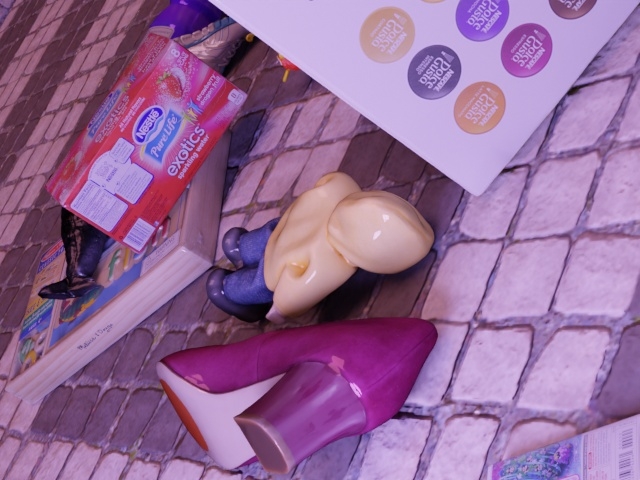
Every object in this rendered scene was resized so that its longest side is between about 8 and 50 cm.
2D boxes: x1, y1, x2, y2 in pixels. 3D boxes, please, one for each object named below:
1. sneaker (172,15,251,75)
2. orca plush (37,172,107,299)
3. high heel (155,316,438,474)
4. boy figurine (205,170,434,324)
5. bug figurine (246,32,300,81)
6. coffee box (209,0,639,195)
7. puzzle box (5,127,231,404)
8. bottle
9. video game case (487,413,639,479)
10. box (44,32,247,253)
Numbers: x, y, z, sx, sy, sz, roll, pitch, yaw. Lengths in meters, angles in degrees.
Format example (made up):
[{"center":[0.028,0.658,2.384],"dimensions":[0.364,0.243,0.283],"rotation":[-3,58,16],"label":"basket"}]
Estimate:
[{"center":[-0.151,-0.286,1.836],"dimensions":[0.191,0.083,0.071],"rotation":[-21,2,20],"label":"sneaker"},{"center":[-0.355,-0.045,1.728],"dimensions":[0.151,0.102,0.287],"rotation":[-26,39,43],"label":"orca plush"},{"center":[-0.033,0.134,1.188],"dimensions":[0.181,0.127,0.377],"rotation":[-33,16,-21],"label":"high heel"},{"center":[0.000,0.000,1.251],"dimensions":[0.285,0.092,0.177],"rotation":[-20,43,46],"label":"boy figurine"},{"center":[-0.012,-0.330,1.647],"dimensions":[0.216,0.072,0.279],"rotation":[-50,28,9],"label":"bug figurine"},{"center":[0.089,-0.310,1.186],"dimensions":[0.337,0.334,0.338],"rotation":[-51,26,10],"label":"coffee box"},{"center":[-0.282,0.026,1.704],"dimensions":[0.409,0.052,0.272],"rotation":[-37,32,31],"label":"puzzle box"},{"center":[-0.232,-0.308,1.943],"dimensions":[0.118,0.092,0.282],"rotation":[8,66,56],"label":"bottle"},{"center":[0.168,0.208,0.838],"dimensions":[0.143,0.019,0.157],"rotation":[-29,38,40],"label":"video game case"},{"center":[-0.229,-0.130,1.597],"dimensions":[0.257,0.128,0.123],"rotation":[-56,28,-1],"label":"box"}]
